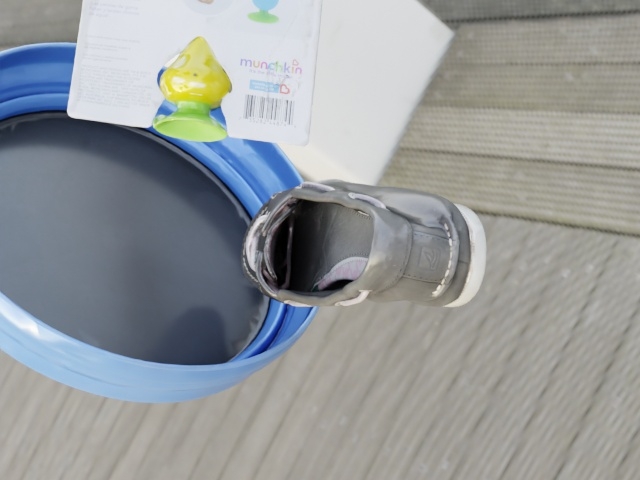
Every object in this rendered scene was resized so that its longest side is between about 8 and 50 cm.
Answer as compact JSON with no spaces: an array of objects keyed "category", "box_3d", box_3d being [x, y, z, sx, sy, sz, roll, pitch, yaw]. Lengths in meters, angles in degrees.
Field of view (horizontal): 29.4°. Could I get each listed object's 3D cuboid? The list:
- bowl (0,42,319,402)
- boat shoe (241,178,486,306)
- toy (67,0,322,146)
[{"category":"bowl","box_3d":[-0.181,-0.021,1.131,0.077,0.391,0.391,-54,27,39]},{"category":"boat shoe","box_3d":[0.000,0.000,0.996,0.335,0.095,0.112,1,85,59]},{"category":"toy","box_3d":[-0.066,-0.170,0.728,0.056,0.136,0.237,117,159,-73]}]
